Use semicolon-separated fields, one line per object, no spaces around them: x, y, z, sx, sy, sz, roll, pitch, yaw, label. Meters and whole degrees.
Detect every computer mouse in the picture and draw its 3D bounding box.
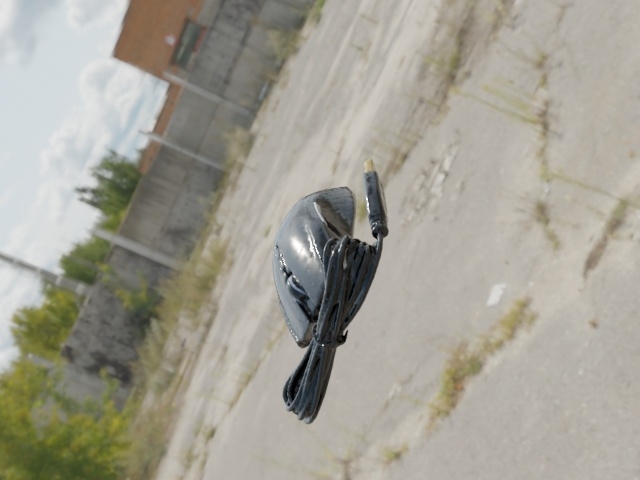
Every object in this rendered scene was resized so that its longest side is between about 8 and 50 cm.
0.000;0.000;0.768;0.262;0.060;0.184;-84;13;-57;computer mouse
